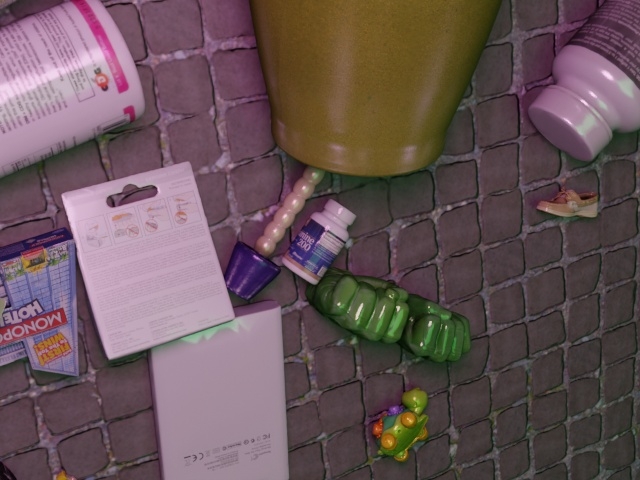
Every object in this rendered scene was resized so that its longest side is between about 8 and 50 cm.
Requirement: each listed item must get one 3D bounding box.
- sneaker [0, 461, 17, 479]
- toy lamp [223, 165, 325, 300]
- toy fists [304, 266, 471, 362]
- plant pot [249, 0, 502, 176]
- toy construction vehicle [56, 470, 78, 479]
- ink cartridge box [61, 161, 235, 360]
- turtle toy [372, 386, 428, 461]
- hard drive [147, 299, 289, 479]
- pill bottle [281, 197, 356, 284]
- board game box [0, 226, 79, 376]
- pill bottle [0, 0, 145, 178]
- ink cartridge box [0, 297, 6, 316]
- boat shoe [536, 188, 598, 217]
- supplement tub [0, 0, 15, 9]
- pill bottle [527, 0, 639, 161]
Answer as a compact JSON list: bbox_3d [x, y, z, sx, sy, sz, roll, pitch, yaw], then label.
[{"bbox_3d":[-0.501,0.335,1.283,0.121,0.111,0.300,-39,113,-2],"label":"sneaker"},{"bbox_3d":[-0.047,-0.038,1.379,0.080,0.080,0.275,33,92,-32],"label":"toy lamp"},{"bbox_3d":[0.115,0.116,1.479,0.279,0.142,0.096,23,97,-32],"label":"toy fists"},{"bbox_3d":[0.063,-0.283,1.212,0.366,0.366,0.353,-10,124,-24],"label":"plant pot"},{"bbox_3d":[-0.369,0.389,1.403,0.086,0.035,0.098,-42,119,6],"label":"toy construction vehicle"},{"bbox_3d":[-0.238,0.028,1.325,0.189,0.066,0.232,-17,89,-21],"label":"ink cartridge box"},{"bbox_3d":[0.137,0.305,1.603,0.130,0.066,0.095,-47,145,-8],"label":"turtle toy"},{"bbox_3d":[-0.151,0.254,1.455,0.203,0.040,0.308,-11,113,-23],"label":"hard drive"},{"bbox_3d":[0.000,0.000,1.422,0.067,0.067,0.120,34,91,-32],"label":"pill bottle"},{"bbox_3d":[-0.399,0.106,1.265,0.194,0.060,0.194,-20,115,-19],"label":"board game box"},{"bbox_3d":[-0.365,-0.165,1.123,0.283,0.160,0.160,-26,118,-17],"label":"pill bottle"},{"bbox_3d":[-0.505,0.153,1.164,0.171,0.056,0.235,22,93,9],"label":"ink cartridge box"},{"bbox_3d":[0.419,-0.065,1.624,0.135,0.050,0.045,-1,105,-37],"label":"boat shoe"},{"bbox_3d":[-0.374,-0.362,1.003,0.325,0.235,0.235,-34,120,-12],"label":"supplement tub"},{"bbox_3d":[0.477,-0.281,1.496,0.318,0.176,0.176,-48,122,-4],"label":"pill bottle"}]
